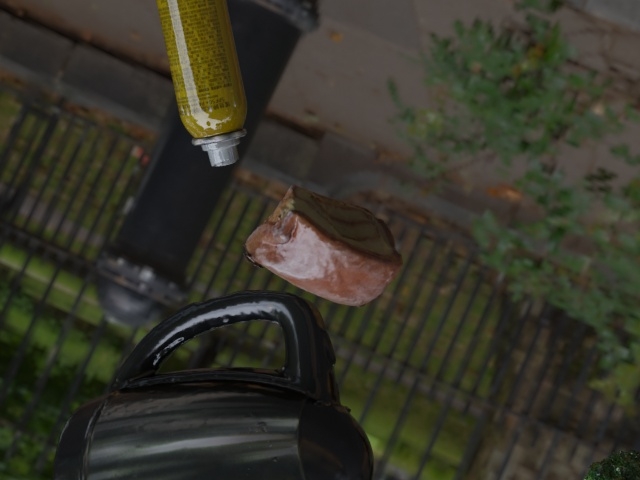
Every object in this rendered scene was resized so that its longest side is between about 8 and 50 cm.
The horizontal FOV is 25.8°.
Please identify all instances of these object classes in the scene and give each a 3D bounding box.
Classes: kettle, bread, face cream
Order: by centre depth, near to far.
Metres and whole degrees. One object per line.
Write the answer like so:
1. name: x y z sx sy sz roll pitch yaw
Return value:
1. kettle: -0.074 0.204 1.292 0.271 0.250 0.207 -14 131 24
2. face cream: -0.178 -0.284 2.090 0.105 0.348 0.105 -11 -172 2
3. bread: 0.005 0.008 2.093 0.244 0.123 0.190 12 -146 -44

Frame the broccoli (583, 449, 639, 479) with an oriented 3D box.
1. broccoli: 0.542 0.473 1.942 0.413 0.310 0.321 54 158 -13
